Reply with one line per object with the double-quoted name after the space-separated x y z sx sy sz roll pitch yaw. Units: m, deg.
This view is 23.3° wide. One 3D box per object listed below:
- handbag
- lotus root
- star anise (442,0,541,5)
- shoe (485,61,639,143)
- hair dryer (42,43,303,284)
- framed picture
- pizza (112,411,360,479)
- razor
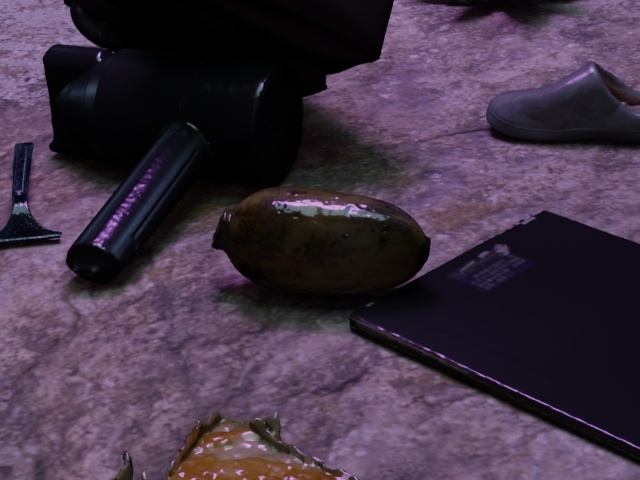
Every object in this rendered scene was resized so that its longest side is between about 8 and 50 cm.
-0.094 -0.222 1.471 0.257 0.113 0.285 18 -11 -25 "handbag"
0.000 0.000 1.234 0.179 0.089 0.080 4 38 11 "lotus root"
0.222 -0.320 1.841 0.230 0.081 0.262 -2 16 -1 "star anise"
0.260 -0.139 1.498 0.195 0.078 0.079 8 29 11 "shoe"
-0.181 -0.068 1.382 0.244 0.116 0.302 6 36 21 "hair dryer"
0.228 0.070 1.167 0.338 0.014 0.255 23 36 38 "framed picture"
-0.019 0.187 0.904 0.280 0.075 0.288 -3 25 -10 "pizza"
-0.270 -0.051 1.416 0.066 0.033 0.190 -5 27 -7 "razor"
